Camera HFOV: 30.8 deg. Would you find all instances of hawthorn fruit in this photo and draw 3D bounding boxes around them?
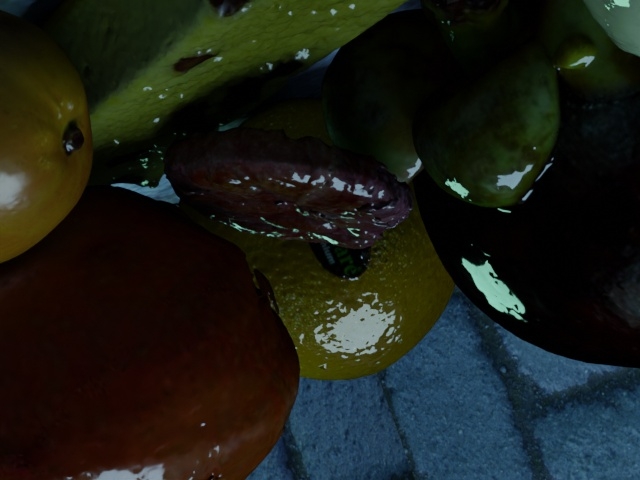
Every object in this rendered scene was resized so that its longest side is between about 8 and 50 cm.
[{"bbox_3d":[-0.157,0.090,0.674,0.299,0.211,0.211,-27,178,-38],"label":"hawthorn fruit"}]

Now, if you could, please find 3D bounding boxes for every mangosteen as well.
[{"bbox_3d":[0.185,-0.069,0.734,0.330,0.330,0.330,-19,172,-3],"label":"mangosteen"}]

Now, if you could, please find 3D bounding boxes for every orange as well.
[{"bbox_3d":[0.000,0.000,0.943,0.236,0.236,0.236,-19,172,-3],"label":"orange"}]

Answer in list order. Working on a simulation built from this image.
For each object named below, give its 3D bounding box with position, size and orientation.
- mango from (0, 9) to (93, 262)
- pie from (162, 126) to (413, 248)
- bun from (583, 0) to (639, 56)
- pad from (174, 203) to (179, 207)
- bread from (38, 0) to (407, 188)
[{"bbox_3d":[-0.204,-0.046,0.589,0.219,0.112,0.145,-13,140,45],"label":"mango"},{"bbox_3d":[-0.020,-0.029,0.673,0.155,0.036,0.154,11,167,2],"label":"pie"},{"bbox_3d":[0.214,-0.192,0.478,0.259,0.160,0.259,-10,159,-4],"label":"bun"},{"bbox_3d":[-0.302,0.020,1.175,0.300,0.005,0.202,-13,169,-38],"label":"pad"},{"bbox_3d":[-0.064,-0.112,0.621,0.138,0.077,0.361,-11,169,-42],"label":"bread"}]
